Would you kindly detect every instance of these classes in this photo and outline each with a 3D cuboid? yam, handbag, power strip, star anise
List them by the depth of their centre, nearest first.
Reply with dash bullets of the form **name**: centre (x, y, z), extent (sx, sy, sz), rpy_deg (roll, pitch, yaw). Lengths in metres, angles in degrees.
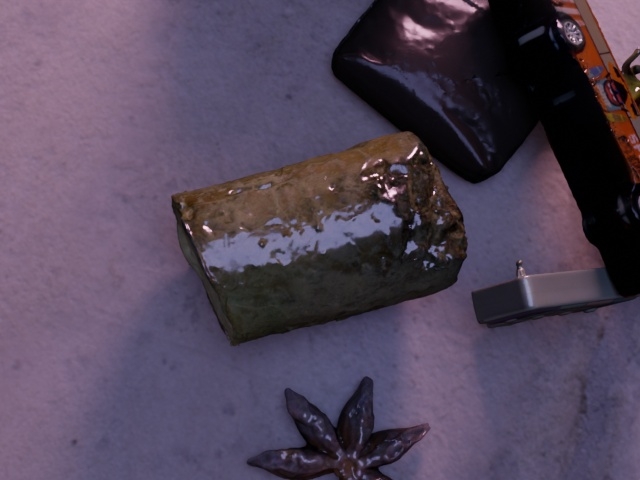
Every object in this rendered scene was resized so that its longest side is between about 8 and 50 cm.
- **yam**: centre (0.000, 0.000, 1.592), extent (0.300, 0.195, 0.195), rpy_deg (-15, 84, -7)
- **star anise**: centre (0.035, 0.241, 1.627), extent (0.208, 0.063, 0.172), rpy_deg (41, 78, 1)
- **power strip**: centre (0.249, 0.061, 1.636), extent (0.216, 0.145, 0.061), rpy_deg (-2, 76, -43)
- **handbag**: centre (0.166, -0.217, 1.700), extent (0.247, 0.080, 0.223), rpy_deg (39, 79, 0)

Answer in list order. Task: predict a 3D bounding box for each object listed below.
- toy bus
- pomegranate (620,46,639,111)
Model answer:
- **toy bus**: centre (0.303, -0.138, 1.620), extent (0.092, 0.093, 0.408), rpy_deg (-15, 80, -44)
- **pomegranate**: centre (0.404, -0.143, 1.686), extent (0.148, 0.148, 0.169), rpy_deg (-26, 80, -9)
